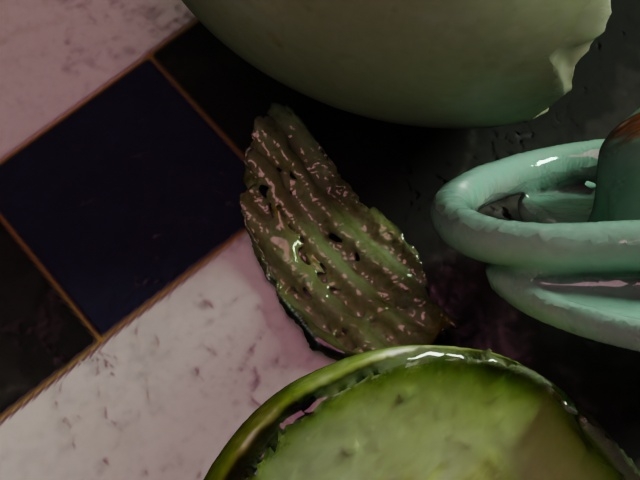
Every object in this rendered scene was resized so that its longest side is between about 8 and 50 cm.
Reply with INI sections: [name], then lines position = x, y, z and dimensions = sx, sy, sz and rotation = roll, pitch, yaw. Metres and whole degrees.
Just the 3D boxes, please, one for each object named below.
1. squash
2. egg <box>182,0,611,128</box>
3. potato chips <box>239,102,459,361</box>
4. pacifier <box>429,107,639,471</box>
[squash]
position = 0.054, 0.172, 0.661
dimensions = 0.233, 0.309, 0.210
rotation = -33, 68, -11
[egg]
position = 0.039, -0.220, 0.859
dimensions = 0.336, 0.278, 0.278
rotation = 27, 70, 10
[potato chips]
position = 0.000, 0.000, 0.898
dimensions = 0.092, 0.028, 0.207
rotation = -33, 69, -12
[pacifier]
position = 0.200, 0.053, 0.760
dimensions = 0.288, 0.343, 0.269
rotation = 7, 103, 15
